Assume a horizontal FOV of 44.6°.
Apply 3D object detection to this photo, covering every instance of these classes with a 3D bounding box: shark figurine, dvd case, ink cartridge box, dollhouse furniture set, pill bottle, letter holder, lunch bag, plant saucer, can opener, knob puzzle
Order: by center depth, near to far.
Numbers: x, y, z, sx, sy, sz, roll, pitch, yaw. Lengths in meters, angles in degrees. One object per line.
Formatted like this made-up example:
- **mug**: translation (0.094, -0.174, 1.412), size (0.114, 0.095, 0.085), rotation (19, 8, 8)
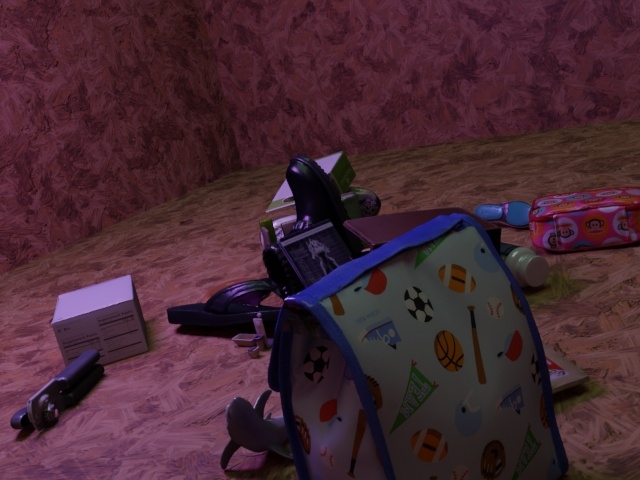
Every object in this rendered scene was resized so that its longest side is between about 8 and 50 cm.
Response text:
- **lunch bag**: translation (0.120, 0.188, 1.019), size (0.328, 0.385, 0.239), rotation (-26, 20, -37)
- **shark figurine**: translation (-0.060, 0.321, 1.319), size (0.116, 0.166, 0.278), rotation (27, 17, 30)
- **knob puzzle**: translation (0.330, 0.240, 1.333), size (0.213, 0.030, 0.213), rotation (-12, 15, 3)
- **can opener**: translation (-0.586, 0.331, 1.737), size (0.095, 0.076, 0.283), rotation (-9, 14, 13)
- **letter holder**: translation (0.219, 0.030, 1.760), size (0.302, 0.152, 0.214), rotation (-7, 20, -17)
- **pill bottle**: translation (0.439, 0.057, 1.786), size (0.094, 0.094, 0.169), rotation (-20, 16, -22)
- **dollhouse furniture set**: translation (-0.172, 0.211, 1.789), size (0.114, 0.081, 0.091), rotation (-2, 18, 37)
- **dvd case**: translation (0.013, 0.064, 1.958), size (0.164, 0.221, 0.018), rotation (-23, -16, -33)
- **lunch bag**: translation (0.685, -0.062, 1.983), size (0.293, 0.120, 0.258), rotation (-6, 12, 21)
- **plant saucer**: translation (-0.241, 0.149, 2.174), size (0.200, 0.037, 0.200), rotation (-13, 14, 3)
- **dollhouse furniture set**: translation (0.000, 0.000, 2.188), size (0.301, 0.197, 0.151), rotation (-16, 13, -8)
- **ink cartridge box**: translation (-0.028, -0.144, 2.340), size (0.189, 0.097, 0.255), rotation (-14, 30, 33)

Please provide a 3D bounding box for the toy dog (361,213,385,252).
- **toy dog**: translation (0.207, -0.002, 1.995), size (0.220, 0.161, 0.334), rotation (-10, 5, 5)

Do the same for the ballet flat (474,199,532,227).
- **ballet flat**: translation (0.546, -0.076, 2.233), size (0.073, 0.080, 0.232), rotation (13, -1, -37)

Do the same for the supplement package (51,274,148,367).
- **supplement package**: translation (-0.568, 0.211, 2.028), size (0.204, 0.145, 0.262), rotation (-17, 16, -11)

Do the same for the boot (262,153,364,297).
- **boot**: translation (-0.059, -0.036, 2.065), size (0.260, 0.348, 0.131), rotation (-29, -2, -26)

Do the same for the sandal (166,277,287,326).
- **sandal**: translation (-0.211, 0.151, 1.939), size (0.446, 0.107, 0.167), rotation (-4, 2, 32)

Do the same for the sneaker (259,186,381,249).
- **sneaker**: translation (0.003, -0.017, 2.384), size (0.410, 0.158, 0.182), rotation (-25, 31, 15)
